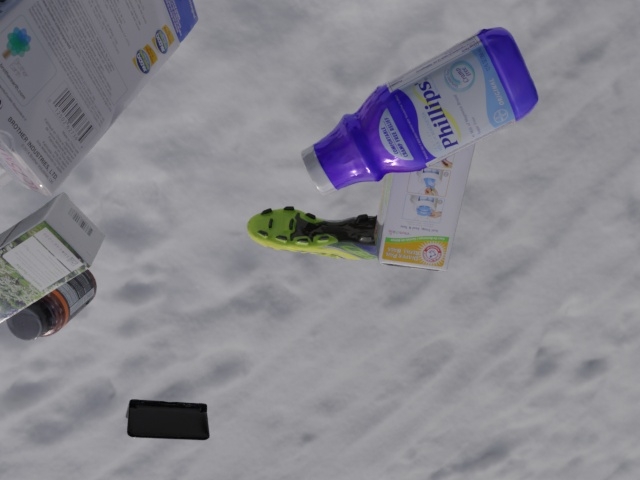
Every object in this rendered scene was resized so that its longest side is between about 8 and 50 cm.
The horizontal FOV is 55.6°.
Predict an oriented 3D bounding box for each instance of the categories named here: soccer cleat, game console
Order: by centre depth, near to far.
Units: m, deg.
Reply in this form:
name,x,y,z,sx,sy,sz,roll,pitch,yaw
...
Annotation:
name,x,y,z,sx,sy,sz,roll,pitch,yaw
game console,-0.243,0.292,0.956,0.122,0.071,0.107,9,144,-18
soccer cleat,0.001,0.001,1.179,0.290,0.093,0.121,3,146,-10

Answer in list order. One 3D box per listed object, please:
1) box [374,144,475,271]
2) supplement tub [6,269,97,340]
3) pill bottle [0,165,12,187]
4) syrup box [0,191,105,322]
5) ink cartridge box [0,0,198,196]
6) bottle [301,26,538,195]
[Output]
name,x,y,z,sx,sy,sz,roll,pitch,yaw
box,0.146,-0.071,0.885,0.103,0.114,0.203,7,111,-1
supplement tub,-0.532,0.122,1.201,0.106,0.198,0.105,2,109,6
pill bottle,-0.688,-0.184,1.236,0.283,0.160,0.160,-34,127,6
syrup box,-0.446,0.040,0.889,0.237,0.096,0.093,-30,118,12
ink cartridge box,-0.257,-0.222,0.657,0.311,0.065,0.185,-58,158,-24
bottle,0.113,-0.147,0.745,0.283,0.092,0.118,-26,104,13
